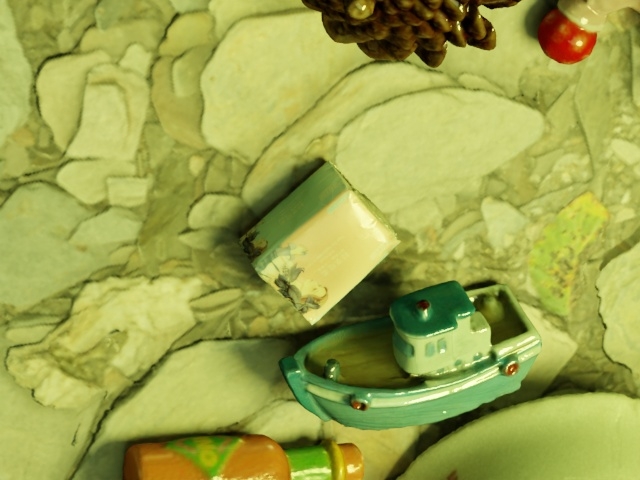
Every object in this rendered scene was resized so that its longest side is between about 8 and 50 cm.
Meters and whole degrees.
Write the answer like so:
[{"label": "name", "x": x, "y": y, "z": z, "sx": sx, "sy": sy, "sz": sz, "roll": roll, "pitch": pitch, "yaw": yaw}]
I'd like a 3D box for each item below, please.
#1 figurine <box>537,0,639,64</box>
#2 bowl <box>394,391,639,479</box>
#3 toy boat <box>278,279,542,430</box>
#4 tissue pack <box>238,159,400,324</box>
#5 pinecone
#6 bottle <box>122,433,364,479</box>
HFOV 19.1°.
[{"label": "figurine", "x": 0.285, "y": -0.204, "z": 1.322, "sx": 0.186, "sy": 0.176, "sz": 0.287, "roll": -4, "pitch": 139, "yaw": -47}, {"label": "bowl", "x": 0.223, "y": 0.353, "z": 1.504, "sx": 0.435, "sy": 0.196, "sz": 0.434, "roll": 3, "pitch": 115, "yaw": 6}, {"label": "toy boat", "x": 0.071, "y": 0.074, "z": 1.443, "sx": 0.215, "sy": 0.088, "sz": 0.102, "roll": -15, "pitch": 133, "yaw": -15}, {"label": "tissue pack", "x": 0.000, "y": 0.000, "z": 1.393, "sx": 0.094, "sy": 0.058, "sz": 0.074, "roll": -42, "pitch": 122, "yaw": 6}, {"label": "pinecone", "x": 0.060, "y": -0.218, "z": 1.219, "sx": 0.208, "sy": 0.207, "sz": 0.207, "roll": -9, "pitch": 122, "yaw": -16}, {"label": "bottle", "x": -0.058, "y": 0.183, "z": 1.476, "sx": 0.187, "sy": 0.069, "sz": 0.069, "roll": -3, "pitch": 120, "yaw": -21}]
